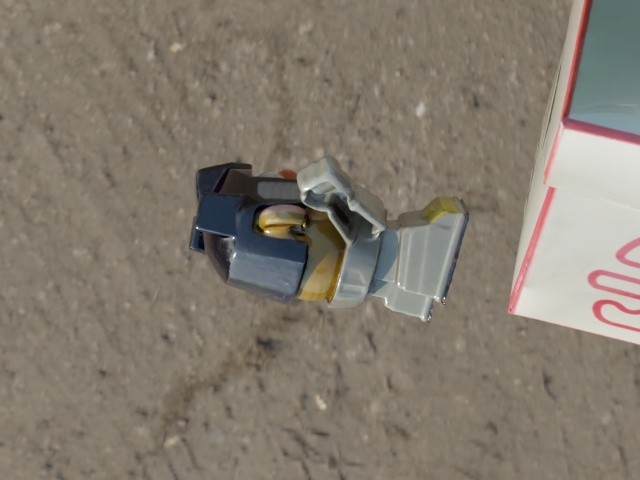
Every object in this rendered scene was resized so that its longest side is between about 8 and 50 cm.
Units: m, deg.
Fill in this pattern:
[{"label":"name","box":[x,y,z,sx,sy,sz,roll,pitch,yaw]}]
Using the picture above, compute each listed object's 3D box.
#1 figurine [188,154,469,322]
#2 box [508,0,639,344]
[{"label":"figurine","box":[0.000,0.000,1.340,0.308,0.143,0.308,0,139,0]},{"label":"box","box":[0.354,-0.092,1.118,0.312,0.314,0.300,14,147,6]}]
